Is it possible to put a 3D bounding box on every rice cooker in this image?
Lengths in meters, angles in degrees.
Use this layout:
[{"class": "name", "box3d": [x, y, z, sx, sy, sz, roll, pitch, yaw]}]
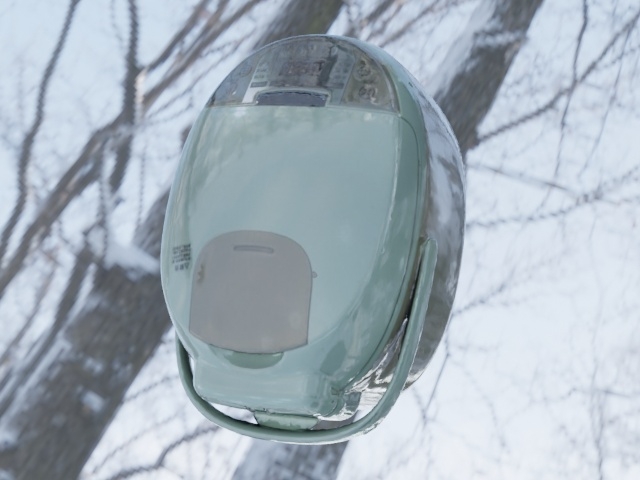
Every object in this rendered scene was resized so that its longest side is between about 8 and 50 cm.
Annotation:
[{"class": "rice cooker", "box3d": [0.000, 0.000, 0.919, 0.145, 0.127, 0.206, 4, -94, 31]}]
